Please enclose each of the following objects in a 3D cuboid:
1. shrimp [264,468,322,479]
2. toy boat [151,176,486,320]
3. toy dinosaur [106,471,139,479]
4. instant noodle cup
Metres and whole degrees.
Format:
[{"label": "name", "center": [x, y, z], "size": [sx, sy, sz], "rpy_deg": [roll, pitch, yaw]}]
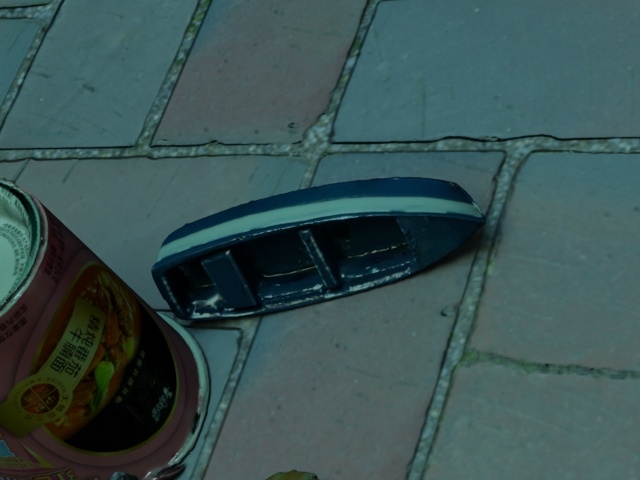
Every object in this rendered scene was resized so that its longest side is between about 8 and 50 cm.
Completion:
[{"label": "shrimp", "center": [-0.010, 0.250, 1.487], "size": [0.099, 0.041, 0.180], "rpy_deg": [-39, 46, -5]}, {"label": "toy boat", "center": [0.000, 0.000, 1.657], "size": [0.299, 0.096, 0.062], "rpy_deg": [-13, 40, 16]}, {"label": "toy dinosaur", "center": [-0.117, 0.307, 1.411], "size": [0.077, 0.162, 0.294], "rpy_deg": [-30, 46, 1]}, {"label": "instant noodle cup", "center": [-0.249, 0.087, 1.603], "size": [0.244, 0.255, 0.244], "rpy_deg": [-13, 51, 16]}]
